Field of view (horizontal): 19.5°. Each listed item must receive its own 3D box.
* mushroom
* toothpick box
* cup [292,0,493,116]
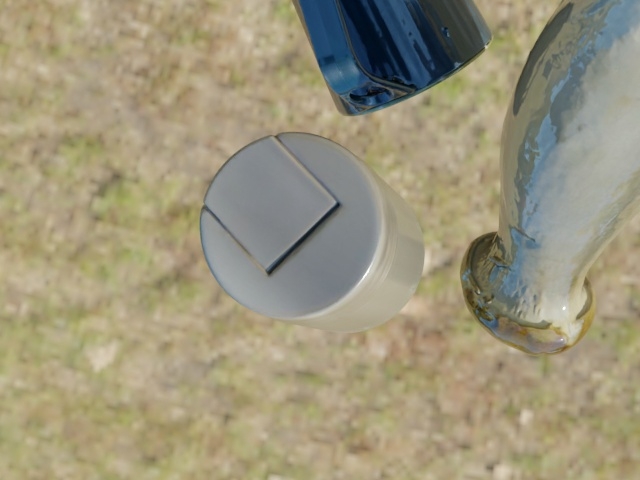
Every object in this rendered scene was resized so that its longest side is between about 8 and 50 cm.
[{"bbox_3d":[0.181,-0.062,1.261,0.128,0.128,0.350,14,132,-4],"label":"mushroom"},{"bbox_3d":[0.000,0.000,1.145,0.111,0.111,0.180,3,175,12],"label":"toothpick box"},{"bbox_3d":[0.031,-0.182,1.380,0.131,0.176,0.155,-20,106,28],"label":"cup"}]
